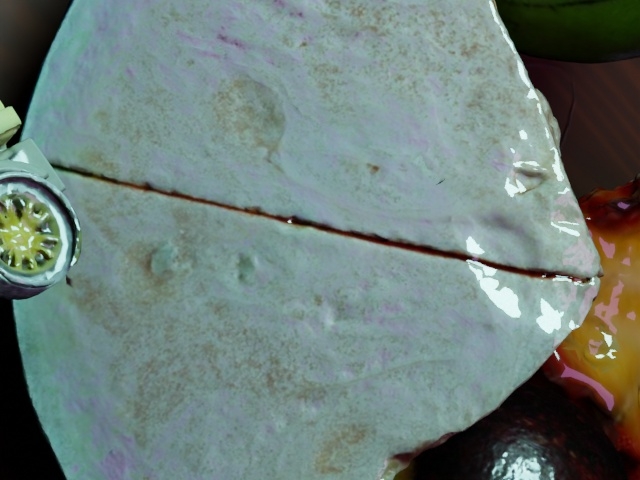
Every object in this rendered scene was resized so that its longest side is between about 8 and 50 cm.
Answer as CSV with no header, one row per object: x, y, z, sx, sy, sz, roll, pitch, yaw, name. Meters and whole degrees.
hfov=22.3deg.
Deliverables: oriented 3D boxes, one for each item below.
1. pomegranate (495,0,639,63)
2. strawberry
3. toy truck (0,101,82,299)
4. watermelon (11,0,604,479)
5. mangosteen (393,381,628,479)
0.148,-0.225,0.936,0.254,0.270,0.254,-1,96,-12,pomegranate
0.232,0.065,1.103,0.336,0.149,0.265,21,82,-36,strawberry
-0.226,0.007,0.589,0.272,0.124,0.157,-36,94,-43,toy truck
-0.005,-0.012,0.802,0.319,0.292,0.222,57,5,14,watermelon
0.070,0.156,0.875,0.210,0.210,0.210,-1,91,-48,mangosteen
